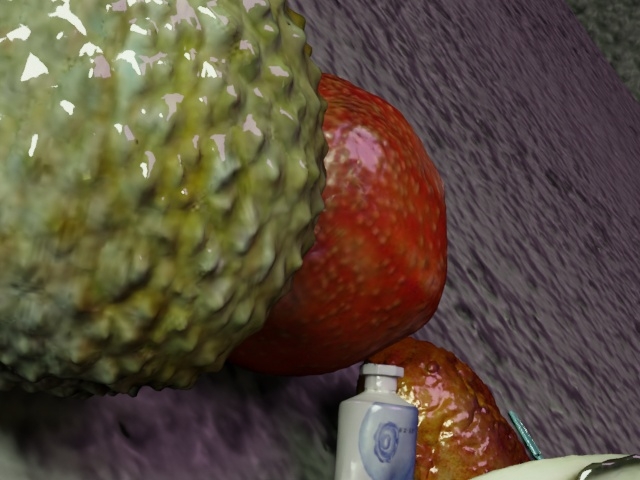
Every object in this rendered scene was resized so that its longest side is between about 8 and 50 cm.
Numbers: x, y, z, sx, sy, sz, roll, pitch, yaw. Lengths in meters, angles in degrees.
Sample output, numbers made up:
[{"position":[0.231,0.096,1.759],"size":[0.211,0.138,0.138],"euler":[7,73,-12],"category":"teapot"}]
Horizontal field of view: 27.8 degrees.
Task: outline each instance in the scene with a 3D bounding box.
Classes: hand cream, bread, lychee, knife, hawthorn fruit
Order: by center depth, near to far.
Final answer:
[{"position":[-0.118,-0.051,0.667],"size":[0.255,0.274,0.255],"euler":[17,43,-17],"category":"lychee"},{"position":[0.038,0.153,0.864],"size":[0.084,0.053,0.142],"euler":[14,75,-49],"category":"hand cream"},{"position":[0.000,0.000,0.889],"size":[0.253,0.205,0.205],"euler":[42,24,-45],"category":"hawthorn fruit"},{"position":[0.120,0.186,0.960],"size":[0.269,0.095,0.139],"euler":[54,30,-2],"category":"bread"},{"position":[0.199,0.196,1.192],"size":[0.014,0.005,0.091],"euler":[7,50,-60],"category":"knife"}]

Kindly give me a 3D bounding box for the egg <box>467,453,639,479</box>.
[{"position":[0.118,0.268,0.682],"size":[0.337,0.337,0.201],"euler":[43,-18,-20],"category":"egg"}]
